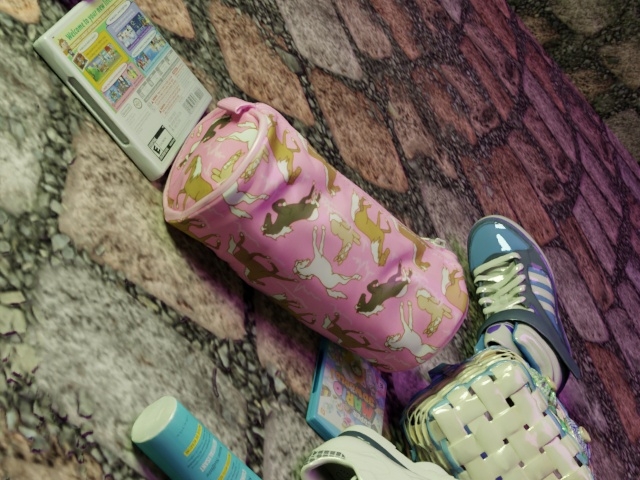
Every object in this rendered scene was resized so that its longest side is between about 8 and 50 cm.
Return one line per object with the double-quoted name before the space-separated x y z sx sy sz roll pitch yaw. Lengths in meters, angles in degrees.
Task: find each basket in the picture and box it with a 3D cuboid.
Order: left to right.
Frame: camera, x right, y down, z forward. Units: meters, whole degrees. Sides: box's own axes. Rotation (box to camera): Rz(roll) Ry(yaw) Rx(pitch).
"basket" 0.225 0.268 1.374 0.255 0.201 0.289 58 -9 6

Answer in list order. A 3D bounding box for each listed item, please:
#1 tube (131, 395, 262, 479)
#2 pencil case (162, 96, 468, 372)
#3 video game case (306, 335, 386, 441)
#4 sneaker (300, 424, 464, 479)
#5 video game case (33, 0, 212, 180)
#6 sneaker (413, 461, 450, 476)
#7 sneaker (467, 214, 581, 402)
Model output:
"tube" -0.090 0.229 1.003 0.207 0.052 0.080 50 48 -26
"pencil case" 0.000 0.000 1.249 0.386 0.160 0.167 36 46 -32
"video game case" 0.034 0.192 1.298 0.119 0.015 0.166 48 28 -23
"sneaker" 0.089 0.282 1.131 0.235 0.090 0.095 23 17 25
"video game case" -0.218 -0.190 1.242 0.193 0.023 0.212 51 28 -18
"sneaker" 0.144 0.373 1.226 0.236 0.095 0.104 56 32 4
"sneaker" 0.304 0.107 1.739 0.236 0.130 0.323 -1 69 -66
